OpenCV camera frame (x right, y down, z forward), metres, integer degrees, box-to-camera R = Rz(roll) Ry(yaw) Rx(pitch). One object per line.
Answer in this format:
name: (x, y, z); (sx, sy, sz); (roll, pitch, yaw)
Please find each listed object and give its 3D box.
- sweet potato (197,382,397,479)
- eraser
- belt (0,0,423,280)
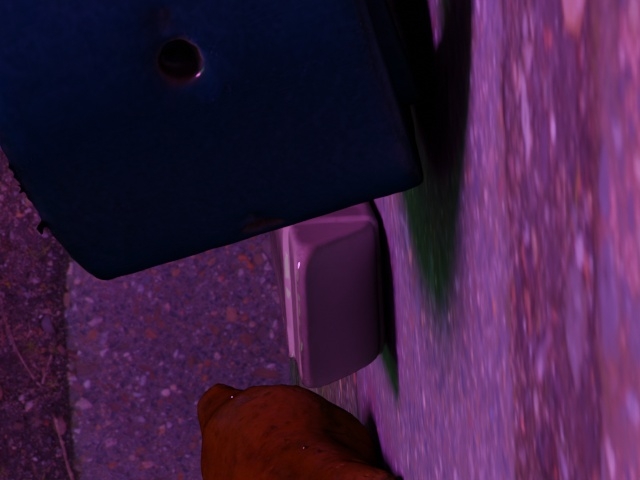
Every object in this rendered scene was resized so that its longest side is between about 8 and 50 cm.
sweet potato: (-0.016, 0.154, 1.058); (0.359, 0.112, 0.112); (-155, 60, -67)
eraser: (0.000, 0.000, 1.022); (0.352, 0.061, 0.089); (-109, 15, -76)
belt: (-0.075, -0.207, 0.666); (0.300, 0.173, 0.436); (63, -171, -69)
